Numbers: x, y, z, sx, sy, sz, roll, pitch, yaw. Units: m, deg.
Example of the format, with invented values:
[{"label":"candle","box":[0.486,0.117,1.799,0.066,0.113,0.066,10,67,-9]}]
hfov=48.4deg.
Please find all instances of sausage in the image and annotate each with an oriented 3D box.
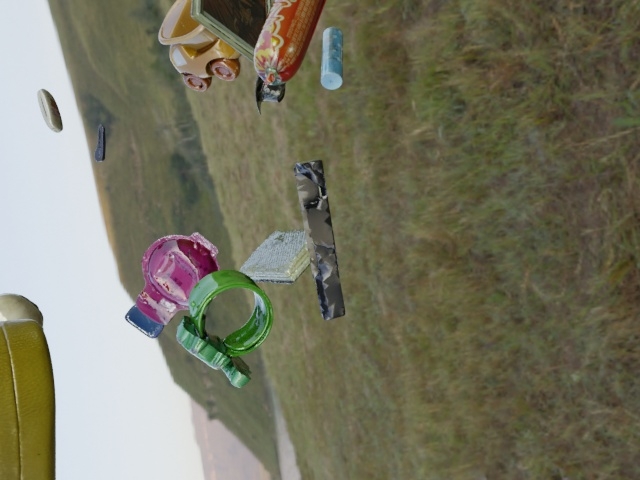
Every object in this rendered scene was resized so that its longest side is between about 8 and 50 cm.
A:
[{"label":"sausage","box":[-0.039,-0.313,1.018,0.083,0.083,0.264,90,-167,-55]}]

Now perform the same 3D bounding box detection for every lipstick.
[{"label":"lipstick","box":[0.026,-0.398,1.544,0.048,0.048,0.158,89,-177,-53]}]

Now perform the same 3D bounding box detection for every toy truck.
[{"label":"toy truck","box":[-0.318,-0.572,2.013,0.211,0.288,0.204,38,-120,-40]}]

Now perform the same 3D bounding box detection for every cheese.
[{"label":"cheese","box":[-0.277,0.084,1.329,0.244,0.155,0.062,-50,6,21]}]

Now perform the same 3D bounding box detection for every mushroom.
[{"label":"mushroom","box":[-0.661,0.188,1.499,0.122,0.154,0.154,153,107,-75]}]

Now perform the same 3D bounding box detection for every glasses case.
[{"label":"glasses case","box":[-0.448,-0.215,1.179,0.083,0.021,0.032,66,-169,20]},{"label":"glasses case","box":[-0.499,0.312,1.114,0.173,0.141,0.371,35,124,49]}]

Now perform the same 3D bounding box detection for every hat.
[{"label":"hat","box":[-0.091,-0.291,1.345,0.121,0.050,0.121,-163,90,-90]}]

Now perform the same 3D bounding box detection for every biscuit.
[{"label":"biscuit","box":[-0.070,0.027,1.338,0.041,0.121,0.199,51,155,-19]}]

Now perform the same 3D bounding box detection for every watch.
[{"label":"watch","box":[-0.146,0.134,1.174,0.165,0.152,0.131,38,177,-27]}]

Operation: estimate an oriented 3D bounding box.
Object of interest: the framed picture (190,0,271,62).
[{"label":"framed picture","box":[-0.171,-0.484,1.448,0.216,0.016,0.273,28,-136,-39]}]

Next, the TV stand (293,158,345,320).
[{"label":"TV stand","box":[0.000,0.000,1.071,0.042,0.036,0.249,-141,39,-67]}]

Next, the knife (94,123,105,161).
[{"label":"knife","box":[-0.647,-0.288,2.097,0.018,0.031,0.121,-26,-47,-55]}]
